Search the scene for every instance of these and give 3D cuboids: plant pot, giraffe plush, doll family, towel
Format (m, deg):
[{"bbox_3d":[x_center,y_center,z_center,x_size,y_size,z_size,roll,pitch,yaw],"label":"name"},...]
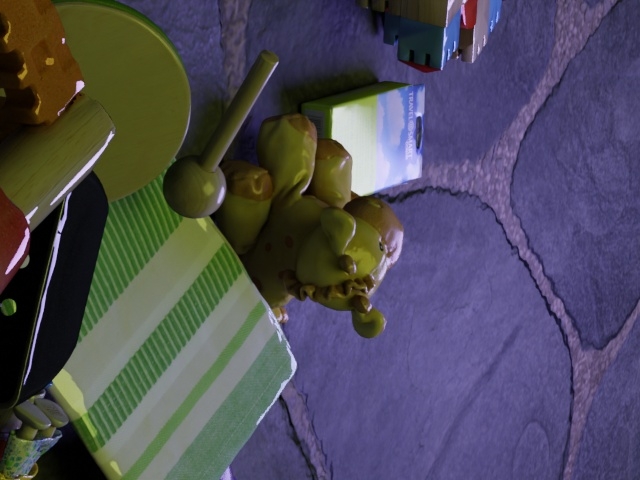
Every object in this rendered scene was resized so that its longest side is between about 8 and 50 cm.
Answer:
[{"bbox_3d":[-0.258,0.011,1.470,0.167,0.188,0.187,10,94,-75],"label":"plant pot"},{"bbox_3d":[0.000,0.000,1.842,0.181,0.170,0.210,39,73,-40],"label":"giraffe plush"},{"bbox_3d":[-0.286,0.194,1.505,0.263,0.118,0.163,3,119,-58],"label":"doll family"},{"bbox_3d":[-0.156,0.065,1.702,0.248,0.038,0.325,-53,124,-36],"label":"towel"}]

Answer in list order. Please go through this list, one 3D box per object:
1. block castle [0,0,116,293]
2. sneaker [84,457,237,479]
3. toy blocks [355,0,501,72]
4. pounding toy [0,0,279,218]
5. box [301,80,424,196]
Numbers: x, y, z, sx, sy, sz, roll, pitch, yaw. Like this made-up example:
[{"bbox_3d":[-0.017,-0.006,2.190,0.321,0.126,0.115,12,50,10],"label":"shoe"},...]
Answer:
[{"bbox_3d":[-0.342,-0.175,1.163,0.213,0.303,0.453,-50,136,-37],"label":"block castle"},{"bbox_3d":[-0.187,0.244,1.744,0.283,0.107,0.124,-39,113,-49],"label":"sneaker"},{"bbox_3d":[0.132,-0.305,2.011,0.381,0.191,0.261,-55,154,-48],"label":"toy blocks"},{"bbox_3d":[-0.174,-0.125,1.598,0.237,0.110,0.183,13,119,-18],"label":"pounding toy"},{"bbox_3d":[0.044,-0.101,2.029,0.178,0.042,0.109,-20,116,-54],"label":"box"}]
